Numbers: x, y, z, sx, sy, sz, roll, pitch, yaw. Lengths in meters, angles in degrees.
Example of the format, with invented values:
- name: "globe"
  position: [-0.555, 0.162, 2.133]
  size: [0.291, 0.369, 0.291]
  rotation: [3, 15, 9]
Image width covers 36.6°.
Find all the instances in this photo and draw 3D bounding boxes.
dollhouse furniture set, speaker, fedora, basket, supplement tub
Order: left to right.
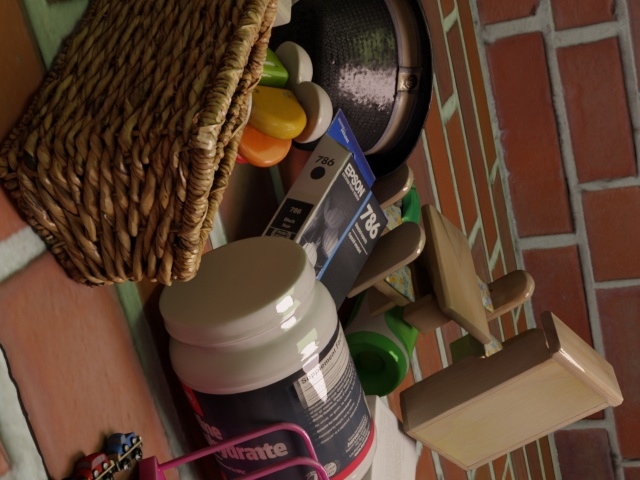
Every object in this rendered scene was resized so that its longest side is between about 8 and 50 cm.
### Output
- name: "basket"
  position: [-0.126, -0.105, 0.943]
  size: [0.299, 0.223, 0.213]
  rotation: [-77, 152, -43]
- name: "supplement tub"
  position: [-0.056, 0.153, 1.088]
  size: [0.191, 0.191, 0.272]
  rotation: [-65, 143, -54]
- name: "fedora"
  position: [0.018, -0.245, 1.408]
  size: [0.152, 0.334, 0.334]
  rotation: [-12, 96, -33]
- name: "speaker"
  position: [0.110, 0.131, 1.624]
  size: [0.296, 0.131, 0.131]
  rotation: [-62, 140, -57]
- name: "dollhouse furniture set"
  position: [0.245, 0.097, 1.444]
  size: [0.362, 0.256, 0.394]
  rotation: [38, 32, -36]

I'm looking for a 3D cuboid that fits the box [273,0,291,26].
- name: "box"
  position: [-0.130, -0.368, 1.190]
  size: [0.275, 0.094, 0.113]
  rotation: [38, 48, -61]

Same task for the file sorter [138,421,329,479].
- name: "file sorter"
  position: [-0.048, 0.338, 0.910]
  size: [0.290, 0.182, 0.202]
  rotation: [-117, -172, -64]

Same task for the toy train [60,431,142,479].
- name: "toy train"
  position: [-0.211, 0.216, 0.897]
  size: [0.036, 0.027, 0.158]
  rotation: [69, 23, -6]

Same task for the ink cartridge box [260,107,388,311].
- name: "ink cartridge box"
  position: [0.000, 0.000, 1.298]
  size: [0.332, 0.065, 0.165]
  rotation: [-61, 144, -22]

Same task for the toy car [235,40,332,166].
- name: "toy car"
  position: [-0.086, -0.168, 1.192]
  size: [0.159, 0.136, 0.182]
  rotation: [3, 48, -33]

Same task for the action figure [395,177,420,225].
- name: "action figure"
  position: [0.163, -0.025, 1.893]
  size: [0.137, 0.063, 0.232]
  rotation: [48, 44, -54]

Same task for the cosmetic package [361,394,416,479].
- name: "cosmetic package"
  position: [0.034, 0.317, 1.328]
  size: [0.183, 0.151, 0.151]
  rotation: [52, 37, -52]
